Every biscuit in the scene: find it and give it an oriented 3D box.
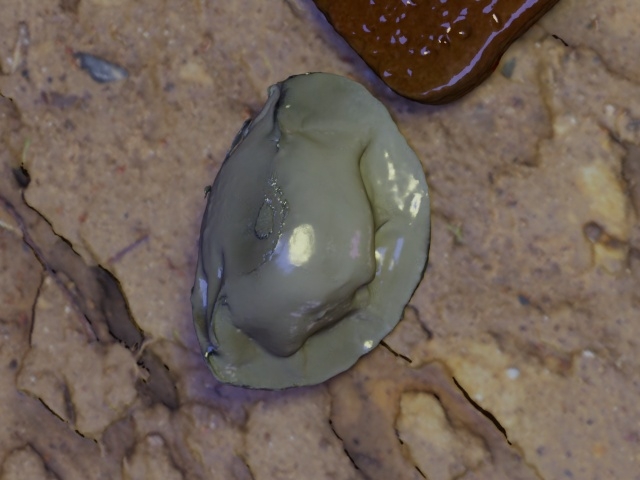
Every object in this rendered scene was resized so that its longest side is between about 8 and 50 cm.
[{"bbox_3d":[0.089,-0.267,1.283,0.262,0.052,0.277,44,102,18],"label":"biscuit"}]

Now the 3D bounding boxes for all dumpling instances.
[{"bbox_3d":[0.000,0.000,1.280,0.172,0.142,0.247,18,87,-18],"label":"dumpling"}]
